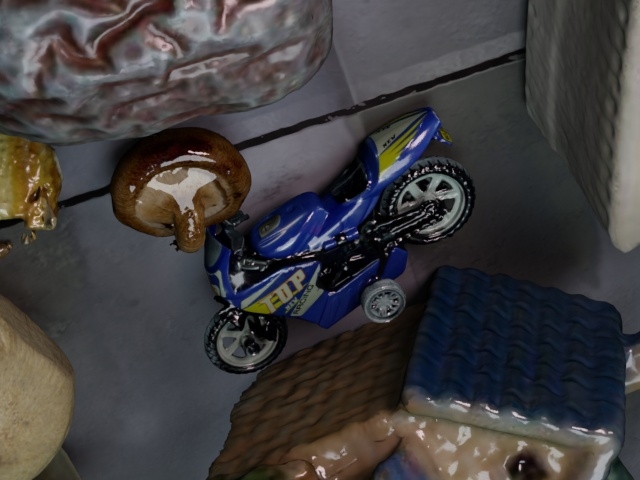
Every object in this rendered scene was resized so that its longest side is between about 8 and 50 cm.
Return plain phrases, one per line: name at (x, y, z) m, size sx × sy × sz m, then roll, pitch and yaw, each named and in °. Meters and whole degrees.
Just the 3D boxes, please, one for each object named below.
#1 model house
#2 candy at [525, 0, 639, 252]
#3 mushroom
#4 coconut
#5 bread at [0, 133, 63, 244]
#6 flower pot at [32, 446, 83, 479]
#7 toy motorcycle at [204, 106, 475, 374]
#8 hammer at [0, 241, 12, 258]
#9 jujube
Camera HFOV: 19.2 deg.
model house at (0.176, 0.274, 1.773) m, size 0.400 × 0.395 × 0.445 m, roll -26°, pitch 99°, yaw 12°
candy at (0.275, -0.180, 1.578) m, size 0.145 × 0.208 × 0.359 m, roll -15°, pitch 138°, yaw -11°
mushroom at (-0.124, -0.049, 1.673) m, size 0.127 × 0.087 × 0.127 m, roll -12°, pitch 142°, yaw -9°
coconut at (-0.340, 0.136, 1.734) m, size 0.224 × 0.224 × 0.224 m, roll -9°, pitch 138°, yaw -8°
bread at (-0.295, -0.072, 1.607) m, size 0.147 × 0.127 × 0.152 m, roll -7°, pitch 99°, yaw -6°
flower pot at (-0.350, 0.315, 1.900) m, size 0.189 × 0.239 × 0.209 m, roll -43°, pitch 164°, yaw 28°
toy motorcycle at (0.000, 0.000, 1.754) m, size 0.315 × 0.113 × 0.169 m, roll -37°, pitch 126°, yaw 8°
hammer at (-0.303, -0.027, 1.695) m, size 0.029 × 0.014 × 0.123 m, roll -30°, pitch 139°, yaw -18°
jujube at (-0.139, -0.188, 1.434) m, size 0.317 × 0.226 × 0.226 m, roll -11°, pitch 138°, yaw 3°
